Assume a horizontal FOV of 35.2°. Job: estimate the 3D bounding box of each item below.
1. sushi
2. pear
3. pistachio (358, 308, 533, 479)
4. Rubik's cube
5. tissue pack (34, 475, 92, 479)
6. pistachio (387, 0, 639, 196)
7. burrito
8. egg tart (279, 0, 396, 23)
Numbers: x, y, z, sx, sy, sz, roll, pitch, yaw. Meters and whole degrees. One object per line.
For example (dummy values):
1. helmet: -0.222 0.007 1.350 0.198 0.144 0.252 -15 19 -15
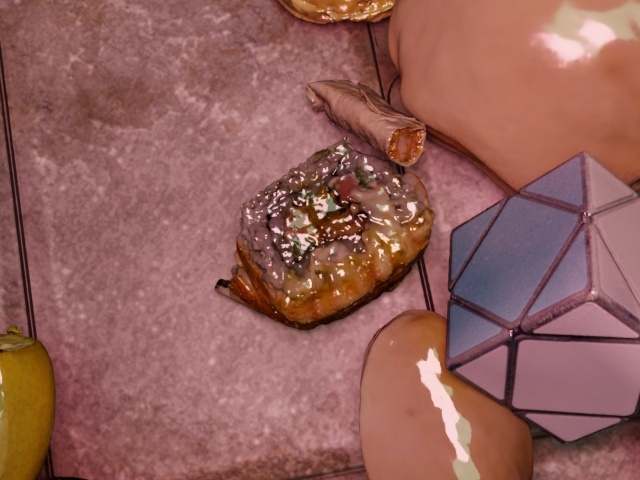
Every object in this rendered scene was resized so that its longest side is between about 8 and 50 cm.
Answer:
1. sushi: 0.000 0.000 1.222 0.274 0.139 0.184 -32 76 -9
2. pear: -0.444 0.261 1.129 0.342 0.238 0.318 -3 88 16
3. pistachio: 0.135 0.222 1.153 0.197 0.166 0.288 -22 75 -14
4. Rubik's cube: 0.278 0.067 1.103 0.207 0.205 0.205 35 43 -25
5. tissue pack: -0.169 0.397 1.104 0.369 0.210 0.198 19 82 6
6. pistachio: 0.301 -0.214 1.211 0.445 0.281 0.365 9 90 16
7. burrito: 0.055 -0.152 1.235 0.087 0.226 0.060 13 108 -37
8. egg tart: 0.034 -0.395 1.333 0.241 0.106 0.241 -1 74 4
